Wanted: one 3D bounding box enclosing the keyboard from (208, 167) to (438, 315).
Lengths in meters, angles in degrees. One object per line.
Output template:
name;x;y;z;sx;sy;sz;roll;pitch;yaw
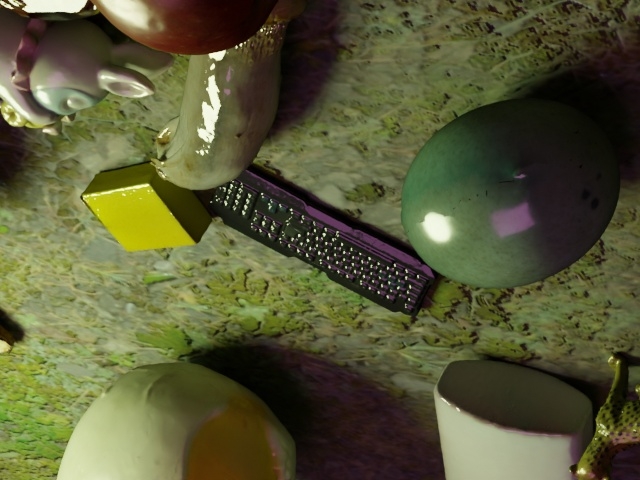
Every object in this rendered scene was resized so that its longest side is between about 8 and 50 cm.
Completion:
keyboard;0.000;0.000;1.934;0.262;0.016;0.106;28;145;4

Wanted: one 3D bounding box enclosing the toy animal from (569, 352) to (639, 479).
toy animal;0.351;0.186;1.803;0.181;0.136;0.073;-4;132;38

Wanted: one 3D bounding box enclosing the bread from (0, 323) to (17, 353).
bread;-0.478;0.117;2.405;0.126;0.044;0.129;35;143;-19

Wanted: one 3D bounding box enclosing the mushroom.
mushroom;-0.094;-0.154;1.757;0.123;0.095;0.351;46;146;13

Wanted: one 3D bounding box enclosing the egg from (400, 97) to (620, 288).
egg;0.170;-0.041;1.627;0.169;0.169;0.236;44;141;-18

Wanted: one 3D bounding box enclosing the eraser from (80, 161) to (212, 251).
eraser;-0.197;-0.037;2.007;0.122;0.045;0.097;-7;131;42

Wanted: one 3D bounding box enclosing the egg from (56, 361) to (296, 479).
egg;-0.189;0.314;2.193;0.283;0.345;0.283;28;-172;-4

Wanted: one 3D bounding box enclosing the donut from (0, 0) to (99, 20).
donut;-0.272;-0.311;1.684;0.216;0.096;0.230;45;143;-23

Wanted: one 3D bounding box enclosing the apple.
apple;-0.125;-0.273;1.513;0.230;0.230;0.230;20;143;15

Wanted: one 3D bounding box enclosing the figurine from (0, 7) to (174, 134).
figurine;-0.277;-0.175;1.830;0.235;0.127;0.155;24;126;4

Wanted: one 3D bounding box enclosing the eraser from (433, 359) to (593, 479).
eraser;0.225;0.259;2.022;0.174;0.095;0.270;14;142;22
